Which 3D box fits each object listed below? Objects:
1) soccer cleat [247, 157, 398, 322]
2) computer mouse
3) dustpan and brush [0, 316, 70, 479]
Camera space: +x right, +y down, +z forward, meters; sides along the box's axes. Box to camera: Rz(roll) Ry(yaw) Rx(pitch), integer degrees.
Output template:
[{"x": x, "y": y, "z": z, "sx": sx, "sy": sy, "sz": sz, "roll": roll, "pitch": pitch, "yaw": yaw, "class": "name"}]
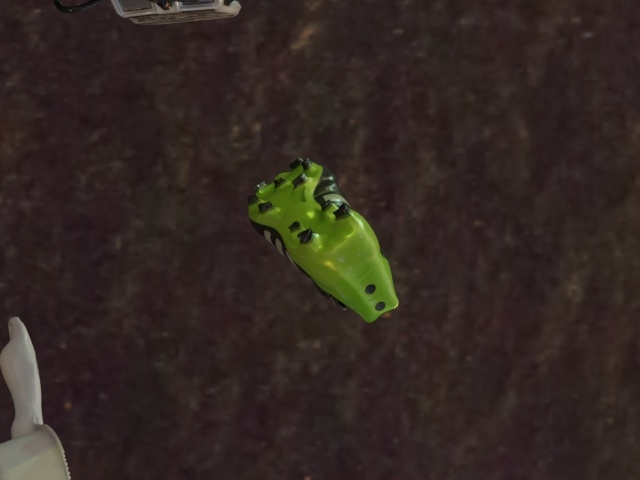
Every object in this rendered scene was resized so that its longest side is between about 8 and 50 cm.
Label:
[{"x": 0.000, "y": 0.000, "z": 0.875, "sx": 0.060, "sy": 0.179, "sz": 0.072, "roll": -32, "pitch": 111, "yaw": -2, "class": "soccer cleat"}, {"x": -0.089, "y": -0.149, "z": 0.828, "sx": 0.193, "sy": 0.106, "sz": 0.042, "roll": -80, "pitch": 164, "yaw": -84, "class": "computer mouse"}, {"x": -0.169, "y": 0.137, "z": 0.823, "sx": 0.060, "sy": 0.147, "sz": 0.211, "roll": -8, "pitch": 60, "yaw": -30, "class": "dustpan and brush"}]
